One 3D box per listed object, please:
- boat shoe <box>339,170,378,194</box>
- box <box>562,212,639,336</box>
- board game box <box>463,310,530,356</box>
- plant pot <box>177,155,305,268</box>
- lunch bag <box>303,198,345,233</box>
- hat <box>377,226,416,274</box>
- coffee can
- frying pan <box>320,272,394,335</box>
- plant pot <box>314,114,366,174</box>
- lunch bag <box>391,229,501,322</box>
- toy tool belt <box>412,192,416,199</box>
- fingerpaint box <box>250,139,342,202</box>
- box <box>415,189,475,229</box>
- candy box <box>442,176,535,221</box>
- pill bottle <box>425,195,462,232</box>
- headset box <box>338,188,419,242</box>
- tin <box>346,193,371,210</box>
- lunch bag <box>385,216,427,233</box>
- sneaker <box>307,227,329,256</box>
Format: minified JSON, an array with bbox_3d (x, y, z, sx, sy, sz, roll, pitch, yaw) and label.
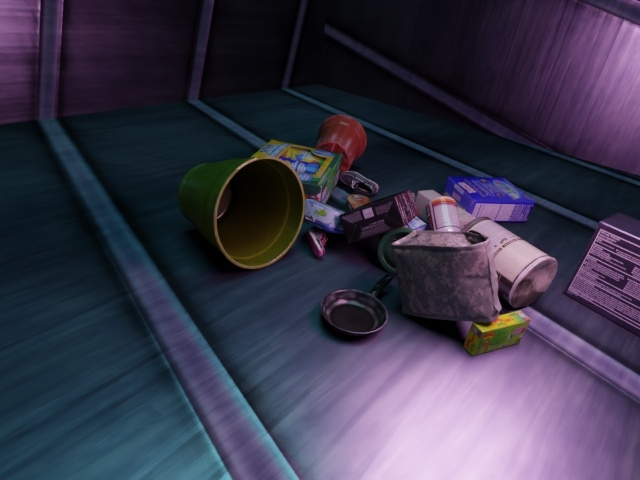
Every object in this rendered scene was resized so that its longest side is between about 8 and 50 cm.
[{"bbox_3d":[0.178,-0.278,2.030,0.205,0.075,0.065,25,35,16],"label":"boat shoe"},{"bbox_3d":[1.027,0.110,1.365,0.182,0.294,0.296,-17,39,-35],"label":"box"},{"bbox_3d":[0.501,0.262,1.190,0.181,0.092,0.043,-7,33,-23],"label":"board game box"},{"bbox_3d":[-0.304,-0.128,1.455,0.352,0.367,0.366,19,31,41],"label":"plant pot"},{"bbox_3d":[0.034,-0.085,1.596,0.175,0.090,0.219,24,7,26],"label":"lunch bag"},{"bbox_3d":[0.309,0.047,1.551,0.208,0.173,0.183,5,-5,5],"label":"hat"},{"bbox_3d":[0.616,0.070,1.427,0.201,0.202,0.275,-10,35,-27],"label":"coffee can"},{"bbox_3d":[0.111,0.181,1.278,0.197,0.053,0.326,13,29,9],"label":"frying pan"},{"bbox_3d":[0.082,-0.470,2.171,0.272,0.273,0.265,13,40,9],"label":"plant pot"},{"bbox_3d":[0.373,0.098,1.206,0.286,0.236,0.168,3,21,46],"label":"lunch bag"},{"bbox_3d":[0.408,-0.196,1.981,0.083,0.052,0.051,-18,8,-41],"label":"toy tool belt"},{"bbox_3d":[-0.126,-0.297,1.905,0.370,0.163,0.445,13,31,9],"label":"fingerpaint box"},{"bbox_3d":[0.522,-0.111,1.795,0.094,0.113,0.275,-8,36,-26],"label":"box"},{"bbox_3d":[0.788,-0.198,1.989,0.316,0.122,0.268,1,33,-13],"label":"candy box"},{"bbox_3d":[0.477,-0.050,1.608,0.121,0.121,0.222,4,59,-7],"label":"pill bottle"},{"bbox_3d":[0.227,-0.097,1.545,0.217,0.110,0.293,-18,4,25],"label":"headset box"},{"bbox_3d":[0.179,-0.150,1.855,0.106,0.040,0.190,3,31,-16],"label":"tin"},{"bbox_3d":[0.326,-0.047,1.670,0.151,0.097,0.129,-21,41,-17],"label":"lunch bag"},{"bbox_3d":[0.000,0.000,1.538,0.074,0.063,0.170,-6,28,-11],"label":"sneaker"}]
